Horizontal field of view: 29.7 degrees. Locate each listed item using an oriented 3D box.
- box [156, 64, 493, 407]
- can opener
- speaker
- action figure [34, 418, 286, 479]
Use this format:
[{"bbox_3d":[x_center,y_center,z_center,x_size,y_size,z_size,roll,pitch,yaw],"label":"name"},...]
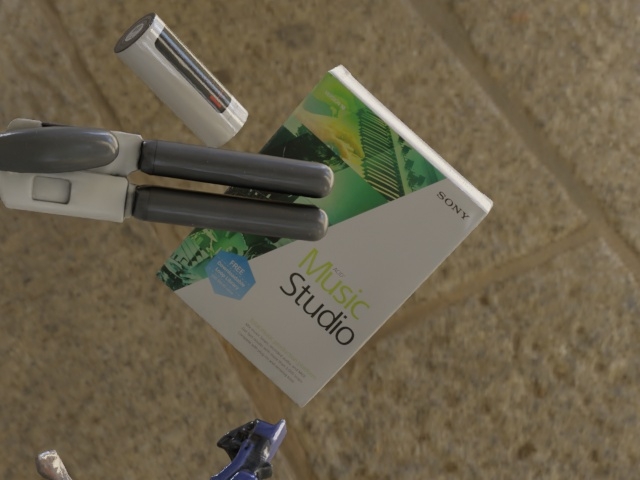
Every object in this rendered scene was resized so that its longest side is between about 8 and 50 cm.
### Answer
[{"bbox_3d":[0.000,0.000,1.348,0.232,0.058,0.322,42,108,1],"label":"box"},{"bbox_3d":[-0.128,-0.047,0.985,0.284,0.095,0.076,7,94,-7],"label":"can opener"},{"bbox_3d":[-0.132,-0.151,1.156,0.055,0.136,0.055,-33,28,20],"label":"speaker"},{"bbox_3d":[-0.149,0.317,1.111,0.330,0.178,0.341,20,56,29],"label":"action figure"}]
